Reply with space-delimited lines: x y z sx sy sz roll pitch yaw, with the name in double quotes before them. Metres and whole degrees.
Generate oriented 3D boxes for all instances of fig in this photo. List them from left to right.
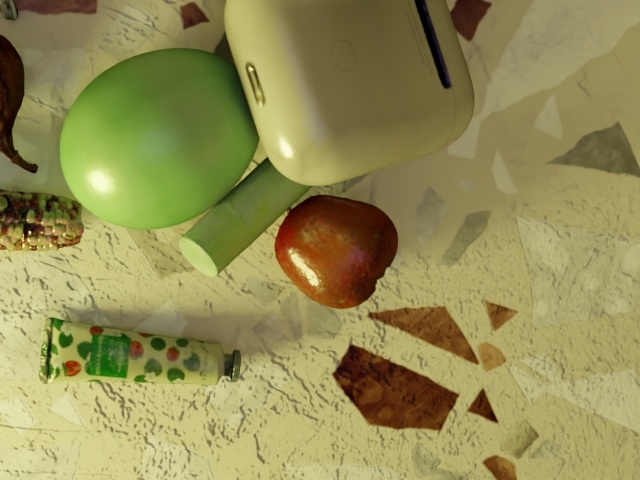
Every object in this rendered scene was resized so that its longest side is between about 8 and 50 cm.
"fig" -0.435 -0.159 1.551 0.146 0.134 0.201 -18 111 0

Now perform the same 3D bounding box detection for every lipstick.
"lipstick" -0.061 -0.074 1.622 0.304 0.076 0.076 -45 106 -25

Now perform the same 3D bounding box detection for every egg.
"egg" -0.203 -0.132 1.554 0.269 0.220 0.220 -28 104 -18

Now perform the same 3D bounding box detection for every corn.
"corn" -0.455 -0.030 1.586 0.280 0.092 0.092 1 99 -18

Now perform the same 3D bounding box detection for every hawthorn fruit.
"hawthorn fruit" 0.000 0.000 1.668 0.203 0.162 0.162 30 92 5

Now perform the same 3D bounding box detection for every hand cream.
"hand cream" -0.249 0.164 1.678 0.276 0.059 0.095 5 96 -9

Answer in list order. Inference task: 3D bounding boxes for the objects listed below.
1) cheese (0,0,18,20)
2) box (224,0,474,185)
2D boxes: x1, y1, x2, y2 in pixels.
"cheese" -0.419 -0.363 1.552 0.036 0.086 0.162 -38 126 -43
"box" 0.045 -0.233 1.567 0.349 0.141 0.289 -20 91 -41
